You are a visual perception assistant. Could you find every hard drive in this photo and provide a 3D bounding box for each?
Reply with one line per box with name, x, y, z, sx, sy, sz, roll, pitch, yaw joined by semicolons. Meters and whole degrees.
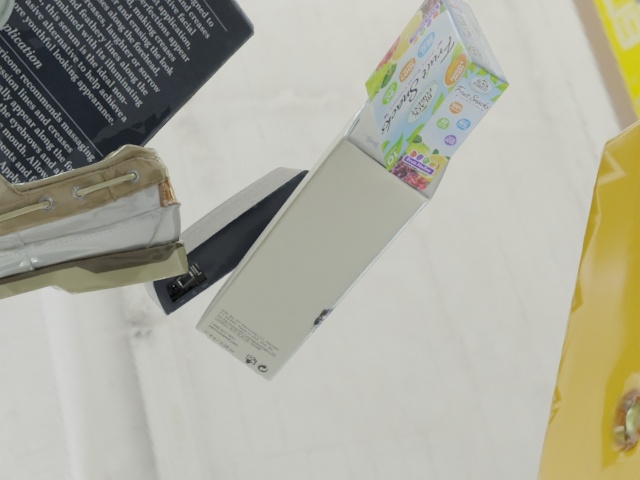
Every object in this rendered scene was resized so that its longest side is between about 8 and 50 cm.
hard drive;-0.114;-0.008;1.400;0.254;0.172;0.054;-37;-76;-10

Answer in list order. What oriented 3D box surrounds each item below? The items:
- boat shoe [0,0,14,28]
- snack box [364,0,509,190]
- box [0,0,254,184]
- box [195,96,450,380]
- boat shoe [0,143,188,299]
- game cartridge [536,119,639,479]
boat shoe;-0.370;-0.155;0.840;0.302;0.091;0.114;-37;-43;-48
snack box;0.081;-0.116;0.815;0.037;0.100;0.141;25;-151;-21
box;-0.317;-0.157;1.115;0.395;0.293;0.212;-50;-61;-24
box;0.000;0.000;1.022;0.094;0.275;0.113;37;-143;-5
boat shoe;-0.246;-0.005;0.786;0.302;0.113;0.103;-9;-88;-30
game cartridge;0.153;0.060;0.351;0.052;0.323;0.286;16;-103;-9
